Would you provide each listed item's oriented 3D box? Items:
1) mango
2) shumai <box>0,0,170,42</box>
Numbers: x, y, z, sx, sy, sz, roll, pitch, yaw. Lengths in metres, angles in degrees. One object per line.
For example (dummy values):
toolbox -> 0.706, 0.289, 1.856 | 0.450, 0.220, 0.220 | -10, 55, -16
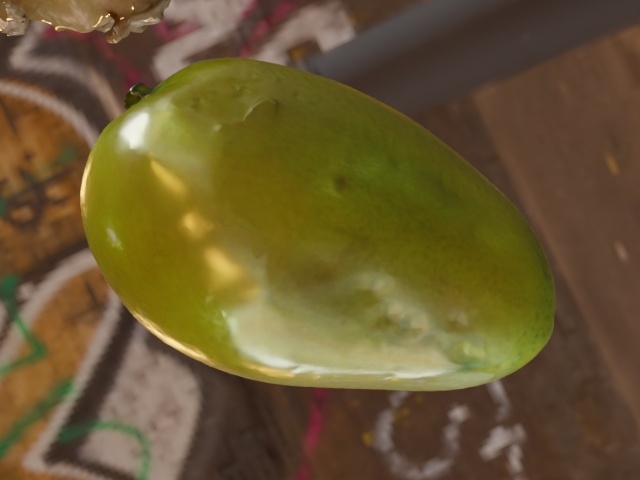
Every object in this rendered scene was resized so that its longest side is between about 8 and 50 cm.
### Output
mango -> -0.004, -0.007, 1.077 | 0.185, 0.273, 0.149 | -99, 28, -42
shumai -> -0.163, -0.272, 1.314 | 0.314, 0.262, 0.267 | -38, -49, -77
